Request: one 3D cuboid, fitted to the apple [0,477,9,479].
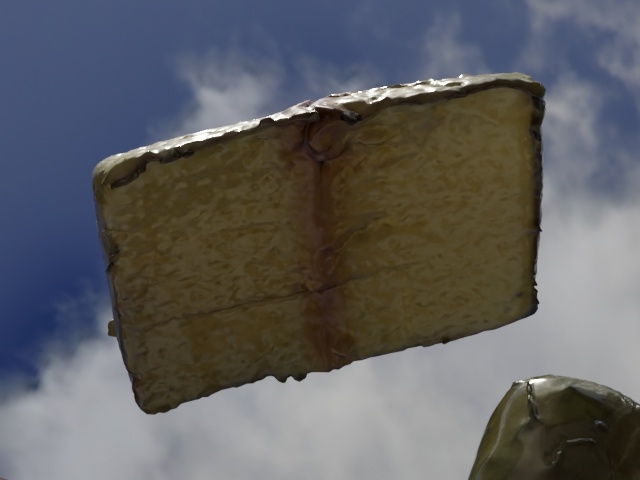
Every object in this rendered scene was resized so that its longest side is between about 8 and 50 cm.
[{"bbox_3d":[-0.305,0.341,1.485,0.374,0.384,0.374,1,-71,2],"label":"apple"}]

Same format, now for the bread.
[{"bbox_3d":[0.000,0.000,0.980,0.240,0.178,0.135,-12,-95,-3],"label":"bread"}]

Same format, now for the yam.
[{"bbox_3d":[0.049,0.196,0.597,0.083,0.083,0.371,6,-134,17],"label":"yam"}]
